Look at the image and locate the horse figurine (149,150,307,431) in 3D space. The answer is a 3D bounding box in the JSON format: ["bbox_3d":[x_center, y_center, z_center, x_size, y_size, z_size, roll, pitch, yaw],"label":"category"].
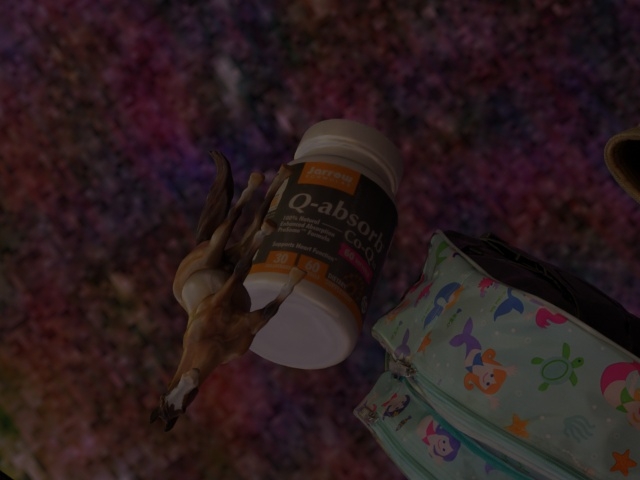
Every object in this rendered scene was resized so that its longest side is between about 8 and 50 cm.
[{"bbox_3d":[-0.081,0.031,1.588,0.066,0.174,0.263,25,-154,-21],"label":"horse figurine"}]

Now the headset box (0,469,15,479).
[{"bbox_3d":[-0.314,0.266,1.314,0.283,0.246,0.131,38,141,-11],"label":"headset box"}]

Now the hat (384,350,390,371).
[{"bbox_3d":[0.190,0.145,1.813,0.208,0.173,0.183,28,165,47],"label":"hat"}]

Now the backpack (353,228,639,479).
[{"bbox_3d":[0.153,0.112,1.226,0.225,0.191,0.253,32,176,-19],"label":"backpack"}]

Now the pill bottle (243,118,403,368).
[{"bbox_3d":[0.000,0.000,2.180,0.162,0.278,0.162,13,143,10],"label":"pill bottle"}]

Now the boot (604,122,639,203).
[{"bbox_3d":[0.409,-0.049,1.783,0.262,0.203,0.095,29,109,16],"label":"boot"}]
